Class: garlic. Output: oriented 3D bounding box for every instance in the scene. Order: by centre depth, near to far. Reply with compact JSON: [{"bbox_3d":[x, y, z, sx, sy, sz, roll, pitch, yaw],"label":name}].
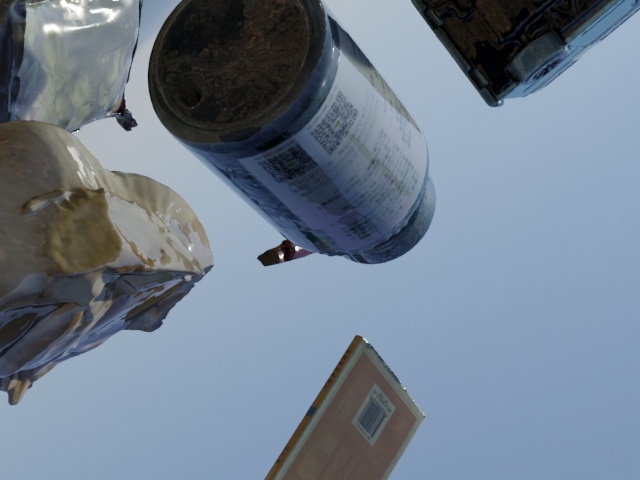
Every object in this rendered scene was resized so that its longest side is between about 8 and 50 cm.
[{"bbox_3d":[-0.181,0.012,1.014,0.178,0.143,0.229,-38,172,36],"label":"garlic"}]

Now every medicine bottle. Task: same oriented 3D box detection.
[{"bbox_3d":[-0.005,-0.076,1.322,0.141,0.141,0.293,-41,149,3],"label":"medicine bottle"}]

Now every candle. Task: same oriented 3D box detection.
[{"bbox_3d":[0.001,0.000,1.622,0.026,0.021,0.167,-45,166,31],"label":"candle"}]

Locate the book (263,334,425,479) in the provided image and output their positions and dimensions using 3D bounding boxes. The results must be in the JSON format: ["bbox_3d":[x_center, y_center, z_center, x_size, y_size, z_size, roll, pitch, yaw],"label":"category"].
[{"bbox_3d":[0.011,0.236,1.799,0.018,0.170,0.242,19,-113,39],"label":"book"}]

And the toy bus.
[{"bbox_3d":[0.233,-0.245,1.527,0.271,0.133,0.164,-39,169,22],"label":"toy bus"}]

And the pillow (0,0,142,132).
[{"bbox_3d":[-0.217,-0.147,1.461,0.059,0.169,0.255,9,-163,19],"label":"pillow"}]
